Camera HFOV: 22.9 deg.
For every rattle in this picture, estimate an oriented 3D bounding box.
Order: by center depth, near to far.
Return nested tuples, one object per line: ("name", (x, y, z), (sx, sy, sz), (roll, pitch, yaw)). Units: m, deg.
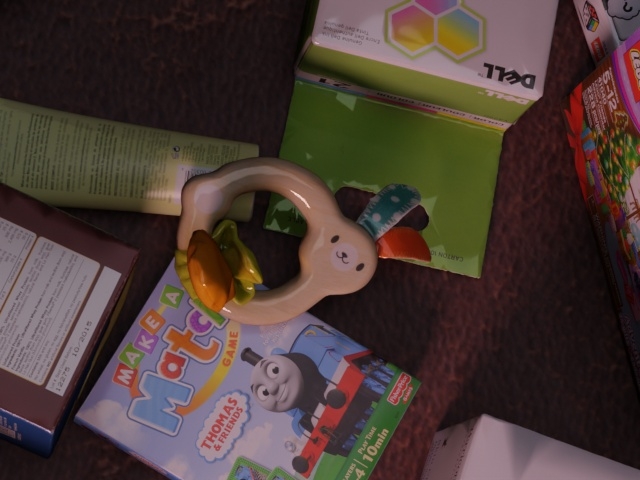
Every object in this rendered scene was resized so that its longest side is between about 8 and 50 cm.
("rattle", (0.000, 0.000, 1.134), (0.199, 0.143, 0.130), (6, 77, -10))

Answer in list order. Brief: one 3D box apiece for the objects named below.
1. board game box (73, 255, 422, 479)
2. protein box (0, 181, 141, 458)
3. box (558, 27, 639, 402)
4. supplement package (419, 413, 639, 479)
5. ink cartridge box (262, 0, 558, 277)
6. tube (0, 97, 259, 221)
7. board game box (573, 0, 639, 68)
("board game box", (-0.054, 0.121, 1.188), (0.211, 0.039, 0.160), (31, 74, -2))
("protein box", (-0.247, 0.041, 1.085), (0.201, 0.200, 0.136), (26, 74, -4))
("box", (0.270, -0.001, 1.190), (0.057, 0.201, 0.293), (-11, 80, -13))
("supplement package", (0.152, 0.285, 1.135), (0.204, 0.145, 0.262), (21, 74, -6))
("ink cartridge box", (0.074, -0.119, 1.234), (0.188, 0.097, 0.255), (13, 75, -7))
("tube", (-0.168, -0.059, 1.200), (0.240, 0.062, 0.070), (6, 38, -6))
("board game box", (0.349, -0.272, 1.340), (0.305, 0.053, 0.193), (-15, 82, -13))
